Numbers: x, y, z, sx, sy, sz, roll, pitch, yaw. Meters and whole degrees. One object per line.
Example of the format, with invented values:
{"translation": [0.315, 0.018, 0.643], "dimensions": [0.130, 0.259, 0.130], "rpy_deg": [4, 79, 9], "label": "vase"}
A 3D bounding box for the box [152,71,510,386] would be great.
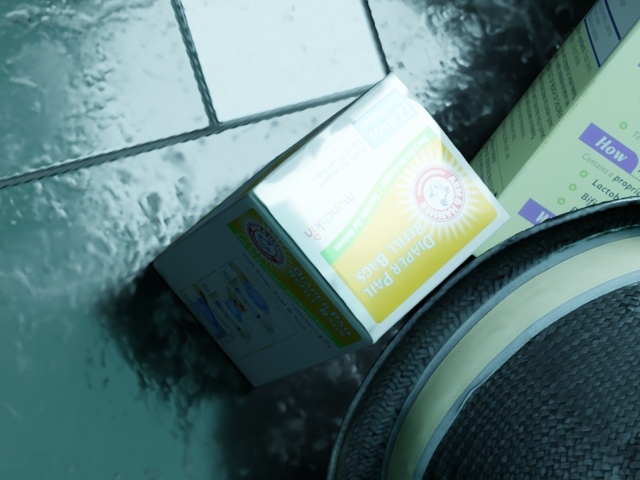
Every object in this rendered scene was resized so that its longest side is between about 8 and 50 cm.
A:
{"translation": [0.000, 0.000, 0.992], "dimensions": [0.114, 0.203, 0.103], "rpy_deg": [-41, 95, -22], "label": "box"}

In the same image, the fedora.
{"translation": [0.167, 0.142, 0.965], "dimensions": [0.334, 0.152, 0.334], "rpy_deg": [-10, 125, -14], "label": "fedora"}

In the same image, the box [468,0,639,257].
{"translation": [0.239, -0.050, 1.069], "dimensions": [0.213, 0.117, 0.243], "rpy_deg": [33, 112, -11], "label": "box"}
